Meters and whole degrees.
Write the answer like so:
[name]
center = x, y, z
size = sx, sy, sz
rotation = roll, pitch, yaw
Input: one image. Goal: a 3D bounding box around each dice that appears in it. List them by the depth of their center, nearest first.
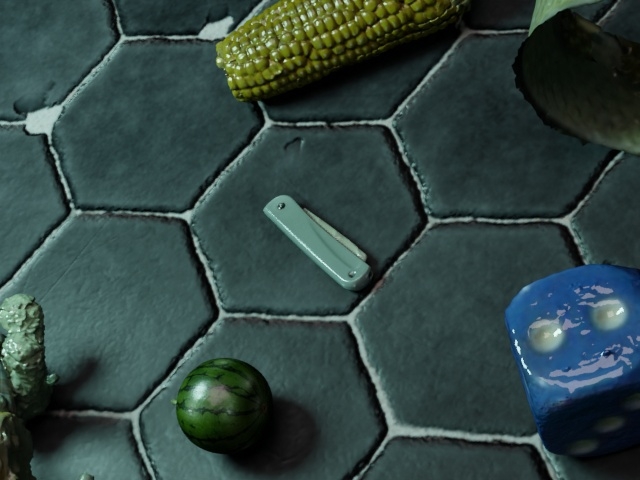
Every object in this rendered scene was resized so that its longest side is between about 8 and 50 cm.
[dice]
center = 0.257, 0.113, 1.759
size = 0.146, 0.146, 0.143
rotation = -17, 55, 8

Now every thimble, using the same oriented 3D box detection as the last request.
[thimble]
center = 0.339, -0.213, 1.875
size = 0.270, 0.271, 0.150
rotation = 2, 57, 21

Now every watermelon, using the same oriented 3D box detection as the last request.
[watermelon]
center = -0.103, 0.168, 1.882
size = 0.109, 0.109, 0.109
rotation = -9, 55, 14

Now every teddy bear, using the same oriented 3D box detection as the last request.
[teddy bear]
center = -0.351, 0.162, 1.986
size = 0.213, 0.111, 0.133
rotation = -40, 27, 21

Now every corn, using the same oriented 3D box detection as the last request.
[corn]
center = 0.029, -0.254, 2.114
size = 0.317, 0.115, 0.115
rotation = -22, 53, 4

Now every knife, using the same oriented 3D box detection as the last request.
[knife]
center = 0.000, 0.000, 2.004
size = 0.044, 0.023, 0.162
rotation = -42, 54, -8

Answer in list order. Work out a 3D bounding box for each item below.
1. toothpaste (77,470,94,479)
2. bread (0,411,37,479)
[toothpaste]
center = -0.267, 0.329, 1.876
size = 0.049, 0.031, 0.204
rotation = 4, 61, 24
[bread]
center = -0.384, 0.270, 1.866
size = 0.246, 0.176, 0.196
rotation = -4, 87, 6
